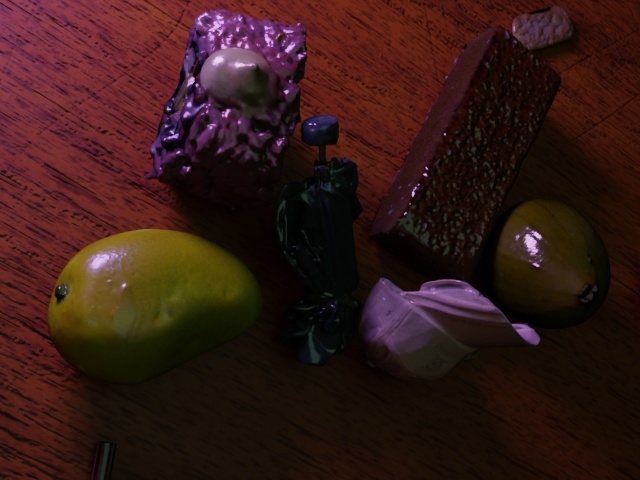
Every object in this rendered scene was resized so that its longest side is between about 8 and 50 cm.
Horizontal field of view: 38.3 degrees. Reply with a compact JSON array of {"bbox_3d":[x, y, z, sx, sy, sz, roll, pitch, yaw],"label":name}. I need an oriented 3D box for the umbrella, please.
[{"bbox_3d":[-0.001,-0.001,1.258,0.143,0.094,0.348,-38,130,-51],"label":"umbrella"}]

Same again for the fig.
[{"bbox_3d":[0.365,0.042,1.430,0.203,0.225,0.202,-5,104,-19],"label":"fig"}]

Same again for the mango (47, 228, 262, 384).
[{"bbox_3d":[-0.215,0.074,1.174,0.273,0.149,0.185,-24,83,-34],"label":"mango"}]

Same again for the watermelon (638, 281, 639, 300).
[{"bbox_3d":[0.600,0.082,1.618,0.078,0.078,0.110,26,67,-20],"label":"watermelon"}]

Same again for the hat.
[{"bbox_3d":[0.179,0.148,1.284,0.219,0.226,0.164,32,84,-44],"label":"hat"}]

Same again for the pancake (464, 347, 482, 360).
[{"bbox_3d":[0.221,0.138,1.450,0.108,0.017,0.108,4,80,-22],"label":"pancake"}]

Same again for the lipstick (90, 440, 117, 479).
[{"bbox_3d":[-0.283,0.341,1.154,0.027,0.027,0.176,14,75,-23],"label":"lipstick"}]

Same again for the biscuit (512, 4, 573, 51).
[{"bbox_3d":[0.397,-0.379,1.646,0.147,0.018,0.071,-22,92,-30],"label":"biscuit"}]

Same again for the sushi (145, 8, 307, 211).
[{"bbox_3d":[-0.120,-0.181,1.232,0.171,0.236,0.270,17,76,-14],"label":"sushi"}]

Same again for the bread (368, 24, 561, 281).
[{"bbox_3d":[0.233,-0.135,1.461,0.165,0.113,0.416,35,67,-15],"label":"bread"}]
